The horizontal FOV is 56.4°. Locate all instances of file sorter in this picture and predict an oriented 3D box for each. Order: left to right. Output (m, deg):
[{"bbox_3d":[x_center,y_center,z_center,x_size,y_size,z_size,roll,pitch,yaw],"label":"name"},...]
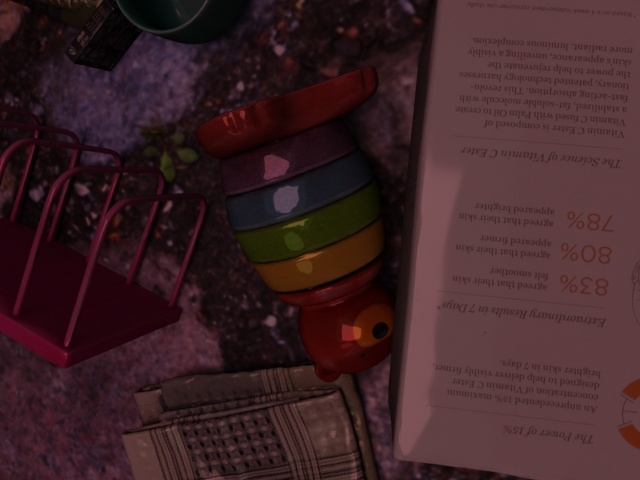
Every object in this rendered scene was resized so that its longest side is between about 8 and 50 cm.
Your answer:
[{"bbox_3d":[-0.308,-0.026,0.681,0.291,0.202,0.182,25,103,15],"label":"file sorter"}]

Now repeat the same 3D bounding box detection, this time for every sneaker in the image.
[{"bbox_3d":[-0.337,-0.303,0.716,0.192,0.086,0.064,23,104,15],"label":"sneaker"}]

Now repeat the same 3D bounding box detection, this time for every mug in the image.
[{"bbox_3d":[-0.148,-0.293,0.645,0.130,0.097,0.157,-14,92,21],"label":"mug"}]

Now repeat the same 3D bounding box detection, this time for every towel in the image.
[{"bbox_3d":[-0.079,0.311,0.715,0.312,0.056,0.324,-13,89,20],"label":"towel"}]

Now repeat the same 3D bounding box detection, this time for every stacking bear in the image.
[{"bbox_3d":[0.000,0.000,0.604,0.164,0.175,0.288,-1,112,60],"label":"stacking bear"}]

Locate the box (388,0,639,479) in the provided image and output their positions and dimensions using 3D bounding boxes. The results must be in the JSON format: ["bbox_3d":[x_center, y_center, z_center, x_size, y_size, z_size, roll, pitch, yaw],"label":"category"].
[{"bbox_3d":[0.177,-0.005,0.484,0.215,0.168,0.345,6,90,4],"label":"box"}]

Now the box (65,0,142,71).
[{"bbox_3d":[-0.251,-0.240,0.704,0.083,0.067,0.018,-43,82,20],"label":"box"}]
